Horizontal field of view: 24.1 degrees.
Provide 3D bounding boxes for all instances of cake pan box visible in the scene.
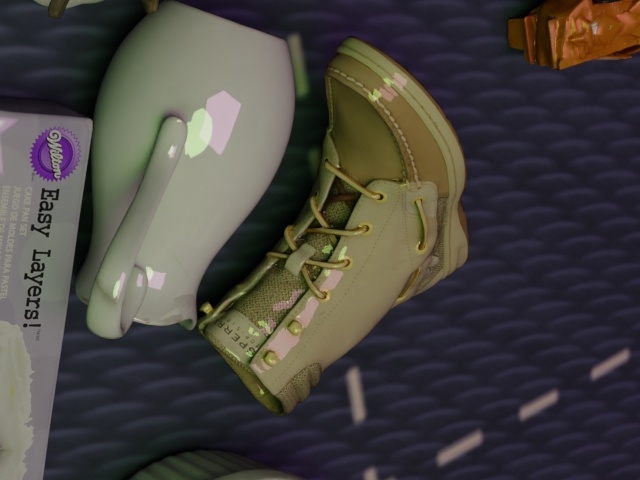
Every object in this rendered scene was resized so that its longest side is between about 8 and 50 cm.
[{"bbox_3d":[-0.273,0.029,0.906,0.245,0.070,0.267,3,102,-37],"label":"cake pan box"}]

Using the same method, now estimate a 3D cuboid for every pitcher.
[{"bbox_3d":[-0.094,-0.042,0.944,0.125,0.178,0.207,19,96,-1],"label":"pitcher"}]

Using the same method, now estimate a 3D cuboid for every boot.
[{"bbox_3d":[0.000,0.000,1.034,0.203,0.095,0.262,-41,151,-15],"label":"boot"}]

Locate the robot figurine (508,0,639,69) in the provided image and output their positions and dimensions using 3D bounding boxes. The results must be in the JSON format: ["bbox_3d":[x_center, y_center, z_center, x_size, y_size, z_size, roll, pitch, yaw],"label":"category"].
[{"bbox_3d":[0.275,-0.247,1.188,0.291,0.085,0.211,-22,116,-27],"label":"robot figurine"}]

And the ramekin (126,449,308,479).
[{"bbox_3d":[-0.080,0.248,1.077,0.207,0.109,0.207,-11,111,-32],"label":"ramekin"}]

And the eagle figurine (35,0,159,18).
[{"bbox_3d":[-0.107,-0.292,0.878,0.226,0.225,0.298,46,35,-74],"label":"eagle figurine"}]
